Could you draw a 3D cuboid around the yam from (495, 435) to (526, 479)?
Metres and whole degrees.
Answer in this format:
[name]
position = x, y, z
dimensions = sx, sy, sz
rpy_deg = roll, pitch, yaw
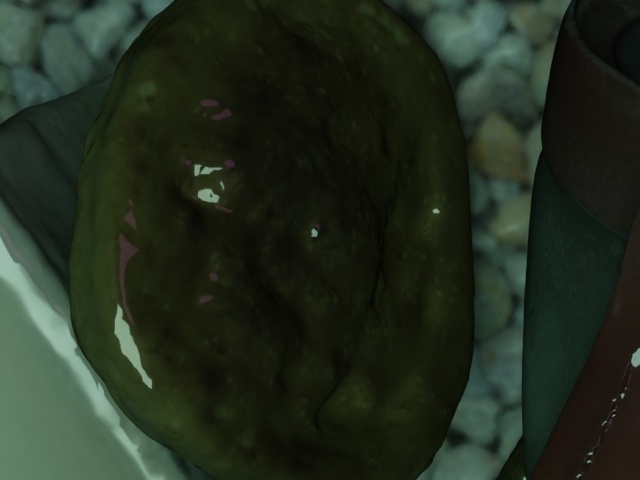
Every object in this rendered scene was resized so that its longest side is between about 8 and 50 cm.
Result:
[yam]
position = 0.106, 0.099, 0.878
dimensions = 0.033, 0.027, 0.129
rpy_deg = 22, 114, -28

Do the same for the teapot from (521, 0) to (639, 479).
[teapot]
position = 0.166, 0.080, 0.712
dimensions = 0.233, 0.315, 0.312
rpy_deg = 22, 121, 32

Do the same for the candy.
[candy]
position = -0.081, 0.112, 0.832
dimensions = 0.145, 0.208, 0.359
rpy_deg = -25, 101, 21

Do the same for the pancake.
[pancake]
position = 0.000, 0.000, 0.765
dimensions = 0.050, 0.242, 0.242
rpy_deg = -10, 107, 46
